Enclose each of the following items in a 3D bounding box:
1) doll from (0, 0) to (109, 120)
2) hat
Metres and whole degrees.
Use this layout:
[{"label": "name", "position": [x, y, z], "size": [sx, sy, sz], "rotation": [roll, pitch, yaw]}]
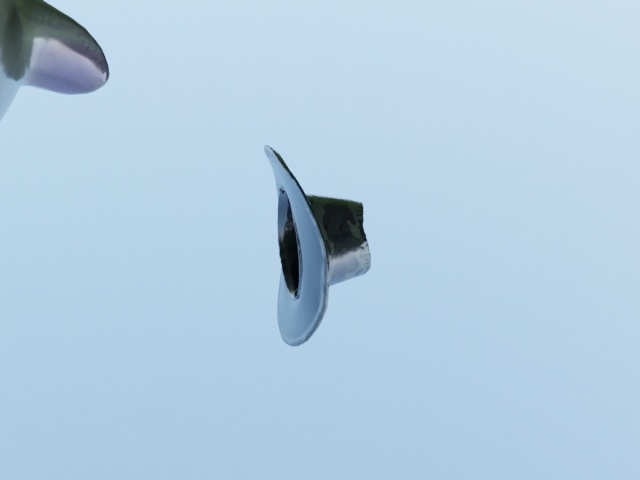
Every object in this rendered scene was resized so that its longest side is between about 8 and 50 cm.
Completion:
[{"label": "doll", "position": [-0.301, -0.055, 0.545], "size": [0.226, 0.215, 0.370], "rotation": [-7, -153, 49]}, {"label": "hat", "position": [0.000, 0.000, 0.697], "size": [0.050, 0.121, 0.121], "rotation": [-8, -139, -11]}]
